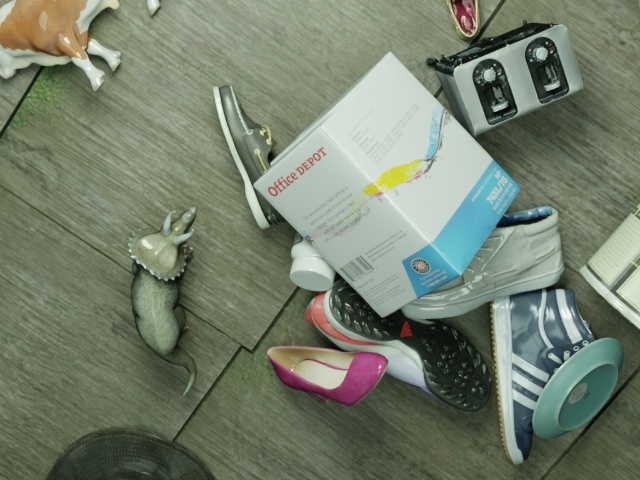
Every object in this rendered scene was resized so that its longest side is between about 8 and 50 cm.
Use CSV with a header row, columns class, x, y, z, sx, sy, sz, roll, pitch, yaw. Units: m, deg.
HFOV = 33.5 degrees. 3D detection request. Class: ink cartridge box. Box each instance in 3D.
class,x,y,z,sx,sy,sz,roll,pitch,yaw
ink cartridge box,0.091,-0.075,1.483,0.270,0.197,0.198,46,144,-7

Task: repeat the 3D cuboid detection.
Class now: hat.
class,x,y,z,sx,sy,sz,roll,pitch,yaw
hat,-0.323,0.474,1.706,0.331,0.134,0.331,1,103,4

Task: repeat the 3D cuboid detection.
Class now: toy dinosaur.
class,x,y,z,sx,sy,sz,roll,pitch,yaw
toy dinosaur,-0.243,0.092,1.598,0.121,0.160,0.313,6,102,2

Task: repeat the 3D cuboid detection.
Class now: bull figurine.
class,x,y,z,sx,sy,sz,roll,pitch,yaw
bull figurine,-0.354,-0.334,1.538,0.188,0.101,0.310,36,105,-9

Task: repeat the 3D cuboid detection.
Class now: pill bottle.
class,x,y,z,sx,sy,sz,roll,pitch,yaw
pill bottle,0.000,0.000,1.570,0.078,0.078,0.137,13,63,0

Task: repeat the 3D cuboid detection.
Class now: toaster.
class,x,y,z,sx,sy,sz,roll,pitch,yaw
toaster,0.256,-0.232,1.493,0.168,0.186,0.110,-22,103,0

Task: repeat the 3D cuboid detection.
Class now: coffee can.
class,x,y,z,sx,sy,sz,roll,pitch,yaw
coffee can,0.534,0.003,1.509,0.201,0.201,0.275,38,103,-5

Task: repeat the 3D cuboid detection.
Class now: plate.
class,x,y,z,sx,sy,sz,roll,pitch,yaw
plate,0.394,0.229,1.597,0.024,0.188,0.188,43,107,39

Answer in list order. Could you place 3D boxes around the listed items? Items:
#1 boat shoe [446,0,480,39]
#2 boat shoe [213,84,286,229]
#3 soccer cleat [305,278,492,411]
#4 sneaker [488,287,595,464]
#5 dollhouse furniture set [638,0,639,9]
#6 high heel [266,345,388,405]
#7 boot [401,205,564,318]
class,x,y,z,sx,sy,sz,roll,pitch,yaw
boat shoe,0.203,-0.354,1.525,0.050,0.045,0.135,-18,101,7
boat shoe,-0.095,-0.130,1.581,0.068,0.081,0.228,-19,108,5
soccer cleat,0.122,0.164,1.634,0.318,0.116,0.108,32,64,-17
sneaker,0.341,0.204,1.620,0.153,0.099,0.282,-5,100,6
dollhouse furniture set,0.574,-0.184,1.429,0.303,0.174,0.355,10,141,23
high heel,0.008,0.183,1.583,0.117,0.244,0.082,38,69,-12
boot,0.233,0.024,1.563,0.258,0.095,0.123,-16,119,-12
